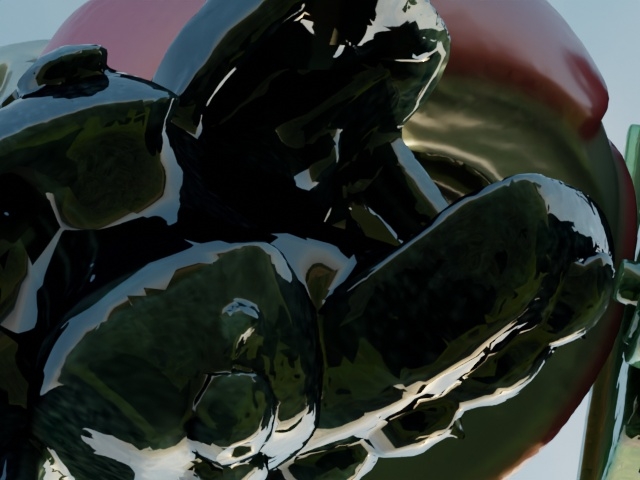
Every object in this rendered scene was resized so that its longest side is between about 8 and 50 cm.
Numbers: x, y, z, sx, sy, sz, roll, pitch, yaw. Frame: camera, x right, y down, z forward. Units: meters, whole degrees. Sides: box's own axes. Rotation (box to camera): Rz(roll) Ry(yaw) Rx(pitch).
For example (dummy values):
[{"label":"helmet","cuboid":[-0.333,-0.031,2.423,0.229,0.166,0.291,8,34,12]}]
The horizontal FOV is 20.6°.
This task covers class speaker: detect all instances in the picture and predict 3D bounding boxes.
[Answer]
[{"label":"speaker","cuboid":[0.000,0.000,0.818,0.294,0.294,0.294,-4,-77,-17]}]

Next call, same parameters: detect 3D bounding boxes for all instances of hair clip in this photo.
[{"label":"hair clip","cuboid":[-0.069,0.052,0.531,0.206,0.194,0.310,-9,-37,-50]}]

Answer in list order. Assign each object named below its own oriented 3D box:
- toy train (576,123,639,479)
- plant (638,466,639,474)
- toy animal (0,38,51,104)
[{"label":"toy train","cuboid":[0.196,0.002,0.828,0.120,0.300,0.202,11,-37,5]},{"label":"plant","cuboid":[0.270,0.060,0.598,0.321,0.194,0.181,-30,-86,3]},{"label":"toy animal","cuboid":[-0.155,0.014,1.176,0.258,0.357,0.194,5,-39,2]}]
